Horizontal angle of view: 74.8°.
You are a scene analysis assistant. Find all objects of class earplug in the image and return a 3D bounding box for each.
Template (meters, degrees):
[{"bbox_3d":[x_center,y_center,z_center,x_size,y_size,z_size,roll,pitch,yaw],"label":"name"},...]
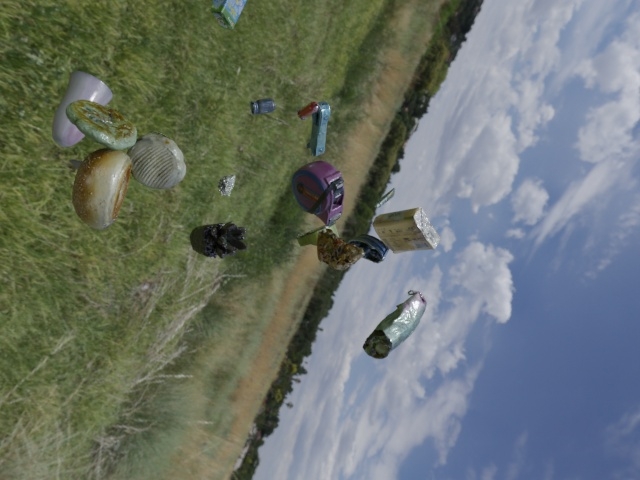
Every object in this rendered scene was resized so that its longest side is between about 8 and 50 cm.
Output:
[{"bbox_3d":[-0.998,-0.516,1.714,0.172,0.172,0.301,110,-6,-69],"label":"earplug"}]

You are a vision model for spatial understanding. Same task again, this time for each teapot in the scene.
[{"bbox_3d":[-0.206,-0.473,1.477,0.063,0.083,0.049,-153,-127,-62],"label":"teapot"}]

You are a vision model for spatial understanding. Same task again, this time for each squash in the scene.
[{"bbox_3d":[-0.013,-0.006,2.105,0.220,0.220,0.133,-63,139,-81],"label":"squash"}]

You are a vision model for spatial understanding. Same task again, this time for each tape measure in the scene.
[{"bbox_3d":[-0.006,-0.211,1.775,0.149,0.231,0.245,-31,147,-37],"label":"tape measure"}]

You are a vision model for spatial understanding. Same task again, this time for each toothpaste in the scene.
[{"bbox_3d":[0.315,-0.203,2.030,0.204,0.031,0.049,-38,139,-45],"label":"toothpaste"}]

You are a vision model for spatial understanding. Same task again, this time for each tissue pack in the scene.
[{"bbox_3d":[0.335,-0.035,1.654,0.222,0.186,0.090,-8,-142,51],"label":"tissue pack"}]

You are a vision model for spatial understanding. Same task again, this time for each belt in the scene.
[{"bbox_3d":[-0.011,-0.558,2.113,0.072,0.087,0.302,-30,149,-31],"label":"belt"}]

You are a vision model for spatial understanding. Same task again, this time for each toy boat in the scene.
[{"bbox_3d":[0.221,0.052,2.083,0.142,0.129,0.309,-38,-152,-20],"label":"toy boat"}]

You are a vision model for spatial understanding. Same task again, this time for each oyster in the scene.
[{"bbox_3d":[-0.438,-0.262,1.986,0.098,0.037,0.100,-14,96,-47],"label":"oyster"}]

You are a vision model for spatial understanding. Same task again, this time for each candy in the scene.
[{"bbox_3d":[-0.331,-0.907,1.566,0.194,0.062,0.097,-65,164,-5],"label":"candy"}]

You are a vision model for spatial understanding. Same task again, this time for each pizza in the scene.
[{"bbox_3d":[0.063,0.051,1.648,0.069,0.226,0.147,-12,127,-48],"label":"pizza"}]

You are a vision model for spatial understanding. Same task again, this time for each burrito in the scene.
[{"bbox_3d":[0.218,0.232,1.162,0.229,0.089,0.144,-35,163,-36],"label":"burrito"}]

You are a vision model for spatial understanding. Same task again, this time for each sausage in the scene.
[{"bbox_3d":[-0.047,-0.547,1.742,0.048,0.050,0.145,-25,-170,-26],"label":"sausage"}]

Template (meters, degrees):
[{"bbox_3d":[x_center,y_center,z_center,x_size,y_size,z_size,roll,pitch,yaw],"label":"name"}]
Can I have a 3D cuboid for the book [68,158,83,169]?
[{"bbox_3d":[-1.065,-0.325,1.953,0.127,0.182,0.014,73,32,-57],"label":"book"}]

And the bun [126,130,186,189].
[{"bbox_3d":[-0.676,-0.332,1.735,0.141,0.239,0.239,-92,-158,-67],"label":"bun"}]

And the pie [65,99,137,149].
[{"bbox_3d":[-0.741,-0.397,1.430,0.054,0.240,0.240,-47,-173,22],"label":"pie"}]

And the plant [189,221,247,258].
[{"bbox_3d":[-0.514,-0.003,2.139,0.194,0.321,0.181,-18,106,-47],"label":"plant"}]

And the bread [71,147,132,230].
[{"bbox_3d":[-0.787,-0.187,1.499,0.305,0.159,0.305,-48,-146,49],"label":"bread"}]
